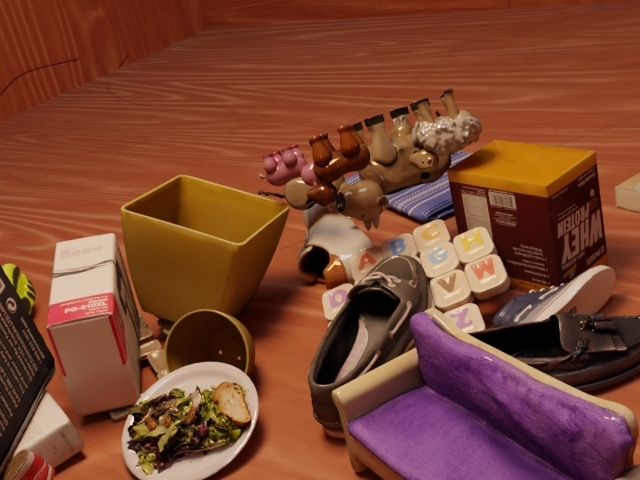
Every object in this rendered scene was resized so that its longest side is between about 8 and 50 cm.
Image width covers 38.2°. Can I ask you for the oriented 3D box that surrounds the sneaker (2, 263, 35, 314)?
[{"bbox_3d":[-0.592,0.156,1.663,0.123,0.109,0.295,-34,24,11],"label":"sneaker"}]

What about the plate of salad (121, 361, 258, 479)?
[{"bbox_3d":[-0.181,0.239,1.249,0.199,0.048,0.200,-12,44,12],"label":"plate of salad"}]

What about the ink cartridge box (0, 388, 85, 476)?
[{"bbox_3d":[-0.499,0.293,1.343,0.239,0.060,0.275,-33,30,-21],"label":"ink cartridge box"}]

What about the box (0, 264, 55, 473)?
[{"bbox_3d":[-0.673,0.246,1.174,0.479,0.297,0.472,-13,30,13],"label":"box"}]

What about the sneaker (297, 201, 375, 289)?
[{"bbox_3d":[0.000,0.000,1.646,0.123,0.106,0.290,-17,26,-13],"label":"sneaker"}]

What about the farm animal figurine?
[{"bbox_3d":[0.078,-0.110,1.526,0.326,0.172,0.330,-21,6,-10],"label":"farm animal figurine"}]

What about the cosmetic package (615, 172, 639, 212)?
[{"bbox_3d":[0.576,-0.093,1.620,0.115,0.041,0.060,-27,28,-28],"label":"cosmetic package"}]

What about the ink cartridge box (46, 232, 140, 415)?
[{"bbox_3d":[-0.344,0.122,1.422,0.100,0.172,0.237,-12,31,-5],"label":"ink cartridge box"}]

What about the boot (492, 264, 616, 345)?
[{"bbox_3d":[0.337,0.084,1.332,0.190,0.069,0.086,-30,32,-29],"label":"boot"}]

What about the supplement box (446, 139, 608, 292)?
[{"bbox_3d":[0.324,-0.036,1.446,0.129,0.194,0.191,-32,30,-33],"label":"supplement box"}]

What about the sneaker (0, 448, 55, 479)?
[{"bbox_3d":[-0.402,0.339,1.224,0.118,0.067,0.042,-52,37,-8],"label":"sneaker"}]

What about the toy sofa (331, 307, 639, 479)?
[{"bbox_3d":[0.168,0.223,0.997,0.150,0.177,0.362,-25,27,-24],"label":"toy sofa"}]

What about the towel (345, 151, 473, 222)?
[{"bbox_3d":[0.217,-0.121,1.892,0.243,0.040,0.336,-25,25,-20],"label":"towel"}]

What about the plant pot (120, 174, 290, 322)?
[{"bbox_3d":[-0.194,0.029,1.531,0.212,0.187,0.212,16,24,15],"label":"plant pot"}]

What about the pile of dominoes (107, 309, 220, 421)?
[{"bbox_3d":[-0.272,0.192,1.493,0.196,0.040,0.251,-22,34,-18],"label":"pile of dominoes"}]

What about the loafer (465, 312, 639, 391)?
[{"bbox_3d":[0.294,0.142,1.200,0.302,0.095,0.109,-14,25,-1],"label":"loafer"}]

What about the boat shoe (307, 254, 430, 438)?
[{"bbox_3d":[0.072,0.118,1.286,0.112,0.096,0.335,-2,40,28],"label":"boat shoe"}]

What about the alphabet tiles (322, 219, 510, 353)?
[{"bbox_3d":[0.138,0.076,1.402,0.284,0.021,0.278,-24,36,10],"label":"alphabet tiles"}]

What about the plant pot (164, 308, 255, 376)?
[{"bbox_3d":[-0.149,0.166,1.370,0.134,0.134,0.095,-5,-2,19],"label":"plant pot"}]
